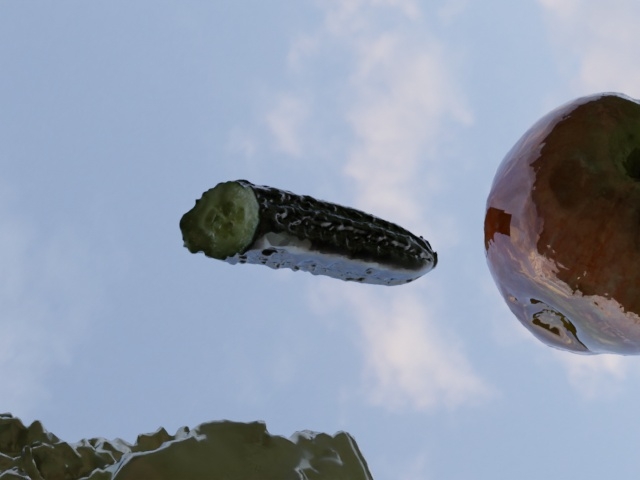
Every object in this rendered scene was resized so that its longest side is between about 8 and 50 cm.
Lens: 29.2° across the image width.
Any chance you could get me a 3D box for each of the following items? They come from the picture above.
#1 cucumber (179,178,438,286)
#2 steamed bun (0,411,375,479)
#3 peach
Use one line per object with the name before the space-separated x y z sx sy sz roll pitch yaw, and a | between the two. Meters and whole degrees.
cucumber | 0.000 -0.001 1.092 0.265 0.077 0.077 12 -116 -44
steamed bun | -0.069 0.211 0.573 0.272 0.290 0.273 -24 -126 -35
peach | 0.239 0.004 1.006 0.214 0.235 0.214 1 -128 -1
